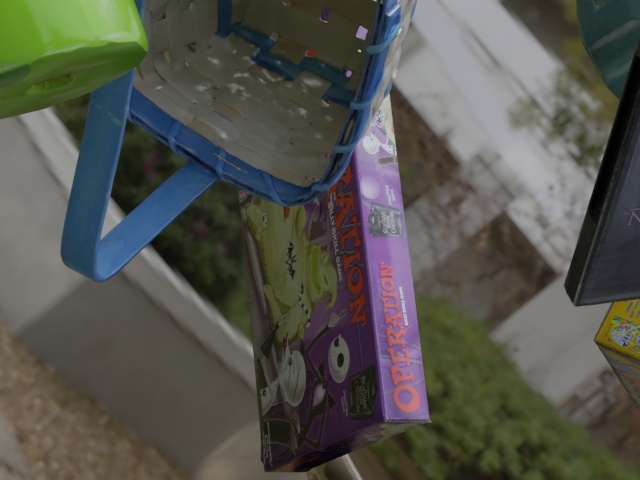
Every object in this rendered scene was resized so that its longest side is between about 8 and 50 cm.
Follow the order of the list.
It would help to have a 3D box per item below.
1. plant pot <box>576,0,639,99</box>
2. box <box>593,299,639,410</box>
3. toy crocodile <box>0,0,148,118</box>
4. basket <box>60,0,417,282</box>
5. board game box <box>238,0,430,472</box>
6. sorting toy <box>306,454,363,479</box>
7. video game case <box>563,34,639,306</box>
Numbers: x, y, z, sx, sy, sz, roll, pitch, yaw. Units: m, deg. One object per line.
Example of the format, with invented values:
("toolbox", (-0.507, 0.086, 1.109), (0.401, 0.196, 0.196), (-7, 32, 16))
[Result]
("plant pot", (0.428, -0.253, 1.734), (0.341, 0.341, 0.334), (51, 25, 9))
("box", (0.461, 0.124, 1.664), (0.279, 0.177, 0.290), (23, -12, 29))
("toy crocodile", (-0.044, -0.118, 0.525), (0.105, 0.341, 0.115), (135, -67, -77))
("basket", (-0.056, -0.130, 1.032), (0.201, 0.254, 0.289), (27, 36, 11))
("board game box", (0.000, 0.000, 1.362), (0.056, 0.208, 0.346), (5, 69, -32))
("sorting toy", (0.023, 0.298, 1.362), (0.307, 0.041, 0.229), (-128, -149, -73))
("video game case", (0.273, -0.070, 1.046), (0.026, 0.196, 0.274), (-111, -159, -43))
